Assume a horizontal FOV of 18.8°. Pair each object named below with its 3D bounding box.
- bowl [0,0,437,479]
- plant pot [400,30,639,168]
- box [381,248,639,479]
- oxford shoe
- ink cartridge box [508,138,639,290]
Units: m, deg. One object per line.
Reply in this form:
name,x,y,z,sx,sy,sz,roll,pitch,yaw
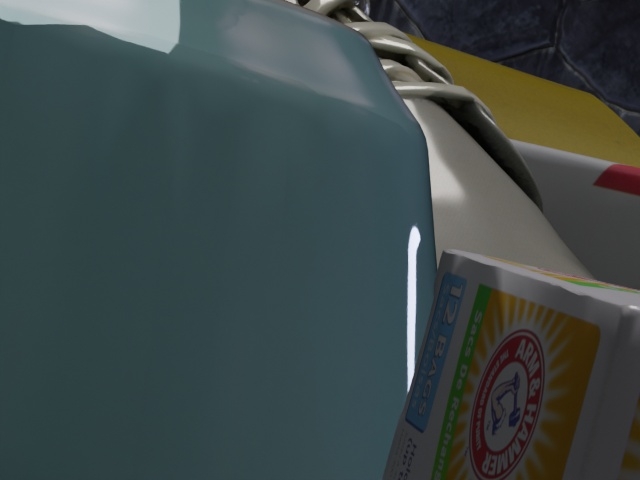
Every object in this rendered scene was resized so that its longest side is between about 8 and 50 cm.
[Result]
bowl,-0.090,-0.006,0.582,0.311,0.163,0.311,15,3,-1
plant pot,0.116,0.012,1.232,0.212,0.212,0.187,14,15,-35
box,0.118,0.080,0.415,0.203,0.114,0.103,13,2,-16
oxford shoe,-0.002,-0.040,0.829,0.169,0.130,0.449,4,21,-30
ink cartridge box,0.268,0.073,1.010,0.384,0.160,0.279,13,2,-36
